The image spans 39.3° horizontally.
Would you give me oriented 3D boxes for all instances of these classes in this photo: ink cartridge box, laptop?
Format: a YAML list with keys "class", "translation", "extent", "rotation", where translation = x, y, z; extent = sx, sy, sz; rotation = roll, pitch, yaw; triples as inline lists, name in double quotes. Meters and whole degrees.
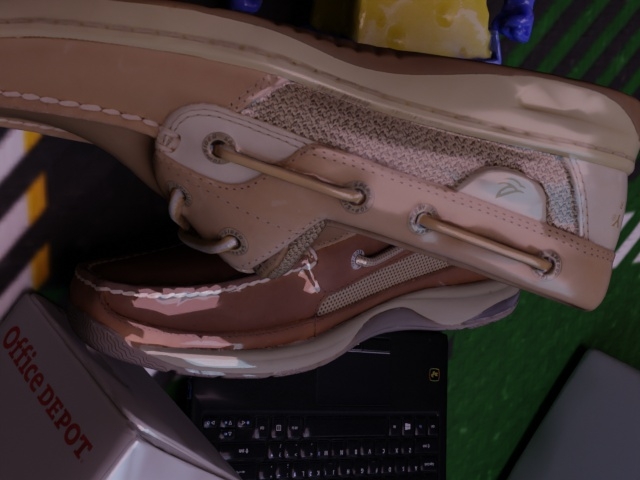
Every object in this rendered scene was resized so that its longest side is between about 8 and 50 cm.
- class: "ink cartridge box"
  translation: [-0.163, 0.161, 0.470]
  extent: [0.219, 0.160, 0.092]
  rotation: [-52, 132, -3]
- class: "laptop"
  translation: [0.042, 0.184, 0.578]
  extent: [0.234, 0.137, 0.264]
  rotation: [9, 79, -38]

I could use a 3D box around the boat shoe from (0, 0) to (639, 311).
- class: "boat shoe"
  translation: [-0.025, -0.037, 0.413]
  extent: [0.341, 0.121, 0.110]
  rotation: [9, 91, 1]

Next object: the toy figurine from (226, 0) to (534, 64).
- class: "toy figurine"
  translation: [0.038, -0.141, 0.465]
  extent: [0.363, 0.191, 0.217]
  rotation: [-13, 122, -29]

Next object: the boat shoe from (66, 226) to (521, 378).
- class: "boat shoe"
  translation: [0.000, 0.000, 0.549]
  extent: [0.324, 0.123, 0.116]
  rotation: [-9, 110, -40]

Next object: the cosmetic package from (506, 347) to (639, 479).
- class: "cosmetic package"
  translation: [0.377, 0.360, 0.831]
  extent: [0.394, 0.329, 0.327]
  rotation: [29, 93, -41]
